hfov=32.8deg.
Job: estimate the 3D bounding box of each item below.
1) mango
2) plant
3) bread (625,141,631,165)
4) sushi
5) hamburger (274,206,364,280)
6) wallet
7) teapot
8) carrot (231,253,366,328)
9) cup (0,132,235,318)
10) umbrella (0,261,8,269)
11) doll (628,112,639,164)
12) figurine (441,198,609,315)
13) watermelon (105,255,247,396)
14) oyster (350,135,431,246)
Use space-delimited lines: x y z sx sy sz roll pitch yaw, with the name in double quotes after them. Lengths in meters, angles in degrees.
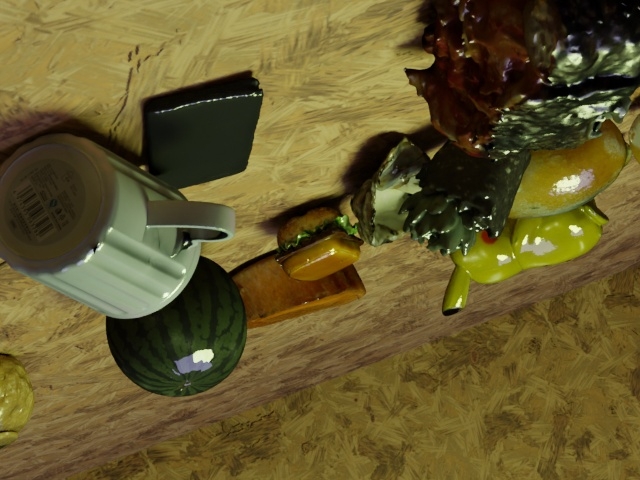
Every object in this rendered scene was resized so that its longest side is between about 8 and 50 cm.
0.319 -0.097 1.648 0.192 0.146 0.316 -9 166 -45 "mango"
0.202 -0.065 1.506 0.194 0.129 0.132 -57 154 -3 "plant"
0.504 -0.142 1.911 0.066 0.060 0.110 12 158 -5 "bread"
0.215 -0.189 1.090 0.181 0.196 0.343 -24 166 -11 "sushi"
0.000 0.000 1.668 0.137 0.087 0.166 -25 166 12 "hamburger"
-0.134 -0.109 1.221 0.124 0.025 0.244 -15 166 -12 "wallet"
-0.562 0.289 1.771 0.203 0.167 0.311 -13 163 -25 "teapot"
-0.056 0.097 1.920 0.258 0.100 0.307 -13 165 -17 "carrot"
-0.218 -0.029 1.150 0.221 0.167 0.202 -32 161 6 "cup"
-0.330 -0.007 1.320 0.165 0.025 0.027 -28 145 16 "umbrella"
0.615 -0.186 1.721 0.269 0.162 0.167 -23 154 -34 "doll"
0.346 -0.019 1.941 0.326 0.218 0.169 -18 126 18 "figurine"
-0.207 0.118 1.575 0.212 0.212 0.212 -20 165 -5 "watermelon"
0.111 -0.081 1.576 0.166 0.094 0.294 -38 157 -10 "oyster"
